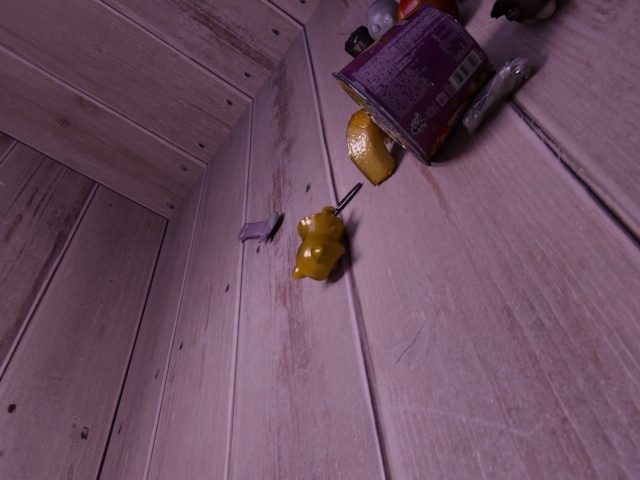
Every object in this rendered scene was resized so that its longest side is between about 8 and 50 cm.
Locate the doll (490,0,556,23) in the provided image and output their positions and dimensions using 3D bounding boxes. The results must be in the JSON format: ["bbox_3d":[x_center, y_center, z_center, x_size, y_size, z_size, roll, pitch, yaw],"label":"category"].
[{"bbox_3d":[0.498,-0.601,1.325,0.257,0.117,0.182,-62,21,-7],"label":"doll"}]

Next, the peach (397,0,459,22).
[{"bbox_3d":[0.311,-0.664,1.703,0.197,0.197,0.197,-46,27,31],"label":"peach"}]

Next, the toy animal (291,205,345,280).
[{"bbox_3d":[-0.002,0.003,1.615,0.156,0.156,0.229,-40,26,39],"label":"toy animal"}]

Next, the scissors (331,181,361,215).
[{"bbox_3d":[0.054,-0.095,1.772,0.220,0.017,0.088,-48,25,25],"label":"scissors"}]

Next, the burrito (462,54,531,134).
[{"bbox_3d":[0.389,-0.327,1.299,0.203,0.064,0.064,-50,25,25],"label":"burrito"}]

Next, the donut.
[{"bbox_3d":[0.152,-0.297,1.634,0.101,0.152,0.258,-17,48,55],"label":"donut"}]

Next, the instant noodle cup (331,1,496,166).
[{"bbox_3d":[0.231,-0.385,1.394,0.266,0.340,0.340,-48,24,8],"label":"instant noodle cup"}]

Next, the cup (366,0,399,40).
[{"bbox_3d":[0.220,-0.760,2.075,0.173,0.134,0.141,-43,30,33],"label":"cup"}]

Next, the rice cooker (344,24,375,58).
[{"bbox_3d":[0.158,-0.764,2.248,0.112,0.107,0.165,-58,12,-4],"label":"rice cooker"}]

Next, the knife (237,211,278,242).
[{"bbox_3d":[-0.253,-0.042,2.319,0.132,0.038,0.399,-63,21,-13],"label":"knife"}]
